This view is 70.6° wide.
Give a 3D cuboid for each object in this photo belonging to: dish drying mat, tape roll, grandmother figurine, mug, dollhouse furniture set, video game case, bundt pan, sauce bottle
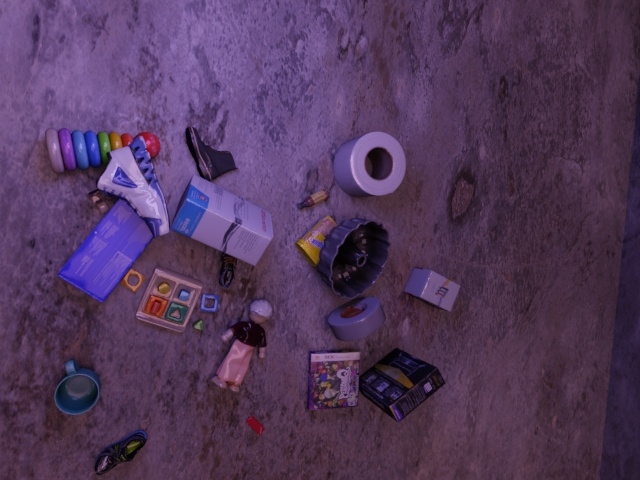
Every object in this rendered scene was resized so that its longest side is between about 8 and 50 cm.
[{"bbox_3d":[-0.251,0.716,1.751,0.032,0.008,0.083,-42,107,-14],"label":"dish drying mat"},{"bbox_3d":[0.192,-0.296,1.791,0.245,0.169,0.247,-1,92,-22],"label":"tape roll"},{"bbox_3d":[-0.282,0.376,1.678,0.207,0.104,0.343,38,74,-47],"label":"grandmother figurine"},{"bbox_3d":[-0.783,0.471,1.473,0.129,0.097,0.158,20,85,-21],"label":"mug"},{"bbox_3d":[-0.688,-0.139,1.495,0.114,0.091,0.081,-32,119,-21],"label":"dollhouse furniture set"},{"bbox_3d":[0.054,0.564,1.838,0.210,0.042,0.233,2,92,-15],"label":"video game case"},{"bbox_3d":[0.143,0.305,1.776,0.219,0.219,0.073,-26,103,-19],"label":"tape roll"},{"bbox_3d":[0.118,0.056,1.758,0.330,0.124,0.331,-23,126,-35],"label":"bundt pan"},{"bbox_3d":[-0.032,-0.159,1.775,0.128,0.042,0.042,-27,102,-19],"label":"sauce bottle"}]

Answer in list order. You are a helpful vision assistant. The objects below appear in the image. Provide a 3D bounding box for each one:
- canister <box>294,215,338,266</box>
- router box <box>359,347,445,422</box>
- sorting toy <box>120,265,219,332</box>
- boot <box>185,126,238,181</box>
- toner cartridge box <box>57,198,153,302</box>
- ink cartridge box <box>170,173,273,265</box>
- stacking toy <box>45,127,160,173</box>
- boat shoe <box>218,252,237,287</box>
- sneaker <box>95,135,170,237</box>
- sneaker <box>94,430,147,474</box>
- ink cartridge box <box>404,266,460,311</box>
[{"bbox_3d":[0.000,0.000,1.780,0.170,0.073,0.126,-44,108,-16],"label":"canister"},{"bbox_3d":[0.308,0.565,1.808,0.242,0.308,0.081,-32,102,-16],"label":"router box"},{"bbox_3d":[-0.529,0.210,1.589,0.347,0.047,0.196,24,84,-21],"label":"sorting toy"},{"bbox_3d":[-0.388,-0.322,1.612,0.136,0.076,0.198,-26,115,-24],"label":"boot"},{"bbox_3d":[-0.680,0.015,1.502,0.165,0.075,0.348,39,78,-20],"label":"toner cartridge box"},{"bbox_3d":[-0.329,-0.071,1.548,0.307,0.223,0.129,26,111,-21],"label":"ink cartridge box"},{"bbox_3d":[-0.687,-0.299,1.457,0.329,0.141,0.141,-10,97,-25],"label":"stacking toy"},{"bbox_3d":[-0.329,0.082,1.644,0.065,0.083,0.184,8,90,-22],"label":"boat shoe"},{"bbox_3d":[-0.599,-0.153,1.432,0.182,0.127,0.316,-18,99,-14],"label":"sneaker"},{"bbox_3d":[-0.681,0.724,1.538,0.188,0.078,0.067,-32,104,-17],"label":"sneaker"},{"bbox_3d":[0.485,0.212,1.959,0.176,0.128,0.128,28,82,-22],"label":"ink cartridge box"}]
